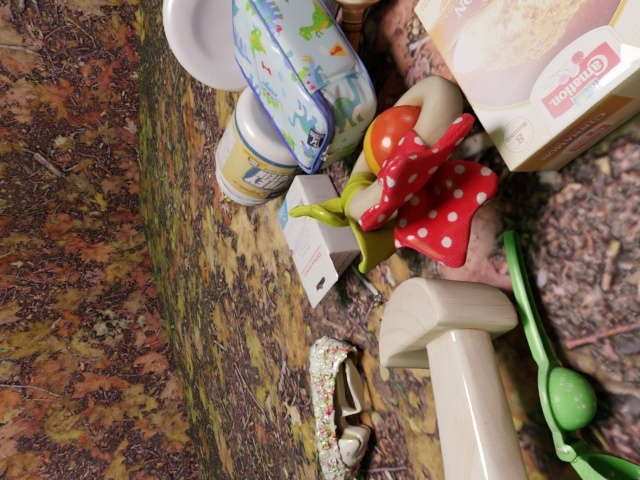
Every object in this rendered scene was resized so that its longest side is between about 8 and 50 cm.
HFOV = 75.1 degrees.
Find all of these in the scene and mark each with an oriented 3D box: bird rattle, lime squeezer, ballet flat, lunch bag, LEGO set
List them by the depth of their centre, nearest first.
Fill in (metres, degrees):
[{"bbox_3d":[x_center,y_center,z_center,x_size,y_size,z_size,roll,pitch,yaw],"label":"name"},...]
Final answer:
[{"bbox_3d":[0.212,0.127,0.304,0.310,0.058,0.110,56,141,41],"label":"lime squeezer"},{"bbox_3d":[0.069,-0.077,0.415,0.253,0.143,0.207,133,160,-70],"label":"bird rattle"},{"bbox_3d":[-0.028,-0.201,0.523,0.219,0.090,0.176,59,166,4],"label":"lunch bag"},{"bbox_3d":[0.095,0.102,0.547,0.054,0.023,0.083,121,147,-44],"label":"LEGO set"},{"bbox_3d":[0.033,0.264,0.626,0.077,0.091,0.241,-8,92,38],"label":"ballet flat"}]

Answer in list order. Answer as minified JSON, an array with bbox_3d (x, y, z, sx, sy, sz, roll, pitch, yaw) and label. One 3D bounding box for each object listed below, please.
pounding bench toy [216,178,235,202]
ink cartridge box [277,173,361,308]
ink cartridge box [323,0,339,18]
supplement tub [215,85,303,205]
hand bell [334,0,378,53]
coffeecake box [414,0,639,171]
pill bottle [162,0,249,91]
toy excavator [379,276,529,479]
[{"bbox_3d":[-0.209,-0.126,0.997,0.083,0.052,0.065,-12,85,60],"label":"pounding bench toy"},{"bbox_3d":[0.000,0.000,0.645,0.104,0.061,0.181,-56,48,49],"label":"ink cartridge box"},{"bbox_3d":[0.001,-0.490,0.554,0.239,0.060,0.275,65,145,28],"label":"ink cartridge box"},{"bbox_3d":[-0.091,-0.152,0.694,0.199,0.144,0.144,-38,63,57],"label":"supplement tub"},{"bbox_3d":[0.039,-0.258,0.518,0.126,0.126,0.242,54,152,41],"label":"hand bell"},{"bbox_3d":[0.169,-0.168,0.309,0.142,0.068,0.186,-50,54,51],"label":"coffeecake box"},{"bbox_3d":[-0.165,-0.398,0.706,0.334,0.187,0.188,-113,32,-48],"label":"pill bottle"},{"bbox_3d":[0.113,0.316,0.345,0.433,0.222,0.445,-105,26,-55],"label":"toy excavator"}]
